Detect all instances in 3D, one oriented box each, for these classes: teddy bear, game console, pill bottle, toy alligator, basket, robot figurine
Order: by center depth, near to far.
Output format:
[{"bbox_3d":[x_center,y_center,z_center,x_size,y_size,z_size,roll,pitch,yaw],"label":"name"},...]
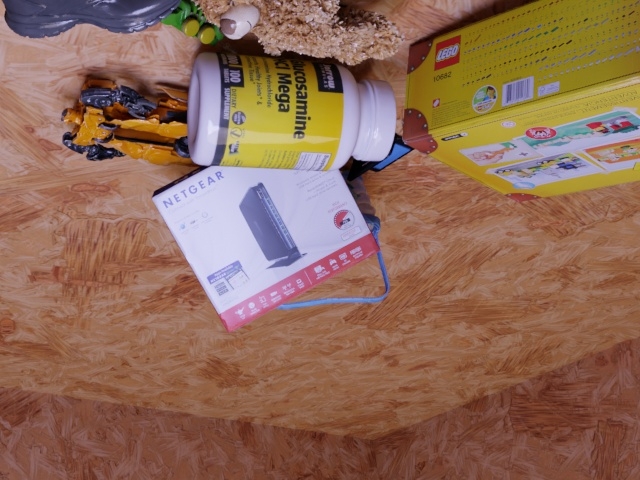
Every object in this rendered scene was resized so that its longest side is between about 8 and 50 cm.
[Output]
[{"bbox_3d":[-0.036,-0.332,1.313,0.245,0.113,0.338,18,-176,42],"label":"teddy bear"},{"bbox_3d":[-0.187,-0.347,1.372,0.189,0.056,0.051,10,113,-56],"label":"toy alligator"},{"bbox_3d":[-0.050,-0.214,1.456,0.334,0.188,0.188,1,151,-17],"label":"pill bottle"},{"bbox_3d":[-0.322,-0.211,1.551,0.291,0.085,0.211,8,148,-28],"label":"robot figurine"},{"bbox_3d":[0.129,-0.161,1.768,0.071,0.107,0.122,43,130,-20],"label":"game console"},{"bbox_3d":[0.000,0.000,1.796,0.254,0.289,0.201,-4,161,-12],"label":"basket"}]

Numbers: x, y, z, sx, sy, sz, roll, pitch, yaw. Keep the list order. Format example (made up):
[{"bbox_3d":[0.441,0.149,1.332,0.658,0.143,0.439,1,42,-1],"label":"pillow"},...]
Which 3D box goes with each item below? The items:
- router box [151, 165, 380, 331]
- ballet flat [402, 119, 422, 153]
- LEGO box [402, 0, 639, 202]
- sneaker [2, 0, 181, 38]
[{"bbox_3d":[-0.103,-0.036,1.634,0.335,0.301,0.082,-29,-165,-1],"label":"router box"},{"bbox_3d":[0.200,-0.207,1.728,0.041,0.041,0.114,-19,149,22],"label":"ballet flat"},{"bbox_3d":[0.446,-0.238,1.424,0.500,0.193,0.372,-10,158,44],"label":"LEGO box"},{"bbox_3d":[-0.332,-0.373,1.235,0.286,0.109,0.130,-9,146,-1],"label":"sneaker"}]
